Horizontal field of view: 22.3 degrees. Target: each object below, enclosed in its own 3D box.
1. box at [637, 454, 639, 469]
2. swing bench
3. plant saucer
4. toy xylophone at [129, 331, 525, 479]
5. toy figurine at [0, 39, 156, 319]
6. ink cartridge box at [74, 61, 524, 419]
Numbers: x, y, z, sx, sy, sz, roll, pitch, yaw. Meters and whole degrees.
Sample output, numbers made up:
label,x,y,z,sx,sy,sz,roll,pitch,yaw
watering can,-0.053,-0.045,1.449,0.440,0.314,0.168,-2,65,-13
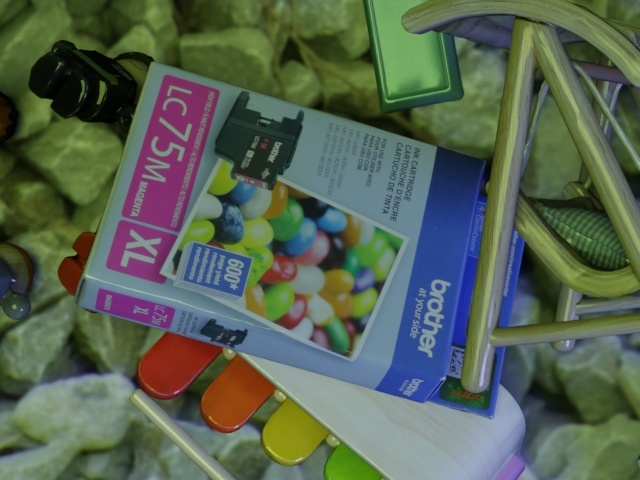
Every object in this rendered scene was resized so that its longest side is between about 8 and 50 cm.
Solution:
label,x,y,z,sx,sy,sz,roll,pitch,yaw
box,0.361,0.164,1.164,0.244,0.060,0.100,-20,86,15
swing bench,0.187,-0.044,1.096,0.165,0.253,0.255,-8,90,24
plant saucer,0.062,-0.199,1.258,0.067,0.018,0.192,-10,88,15
toy xylophone,-0.007,0.112,1.195,0.236,0.081,0.323,-38,79,-26
toy figurine,-0.218,-0.044,1.278,0.209,0.148,0.213,-10,91,21
ink cartridge box,0.000,0.000,1.170,0.311,0.065,0.186,17,63,-7
